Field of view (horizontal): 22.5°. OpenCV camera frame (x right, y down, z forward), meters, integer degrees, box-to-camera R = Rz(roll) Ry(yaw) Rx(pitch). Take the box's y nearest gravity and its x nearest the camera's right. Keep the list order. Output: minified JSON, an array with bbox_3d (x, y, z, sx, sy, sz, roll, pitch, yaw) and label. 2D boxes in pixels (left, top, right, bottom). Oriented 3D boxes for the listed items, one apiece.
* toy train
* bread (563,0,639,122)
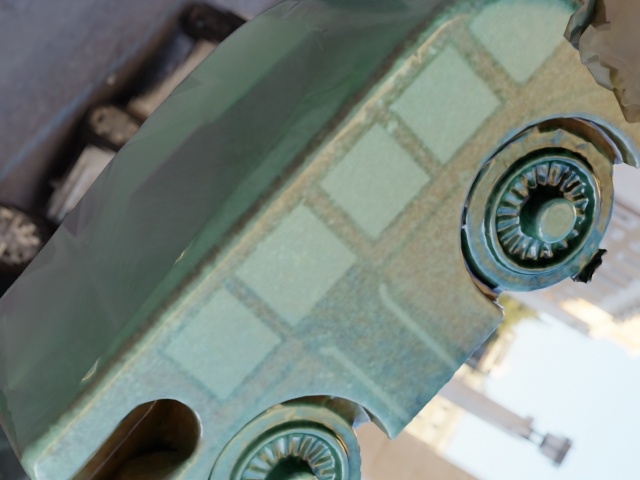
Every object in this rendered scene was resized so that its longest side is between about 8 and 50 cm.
[{"bbox_3d":[0.000,0.000,0.668,0.326,0.159,0.129,-47,-147,-1],"label":"toy train"},{"bbox_3d":[0.253,-0.135,0.456,0.315,0.248,0.279,4,-91,51],"label":"bread"}]
